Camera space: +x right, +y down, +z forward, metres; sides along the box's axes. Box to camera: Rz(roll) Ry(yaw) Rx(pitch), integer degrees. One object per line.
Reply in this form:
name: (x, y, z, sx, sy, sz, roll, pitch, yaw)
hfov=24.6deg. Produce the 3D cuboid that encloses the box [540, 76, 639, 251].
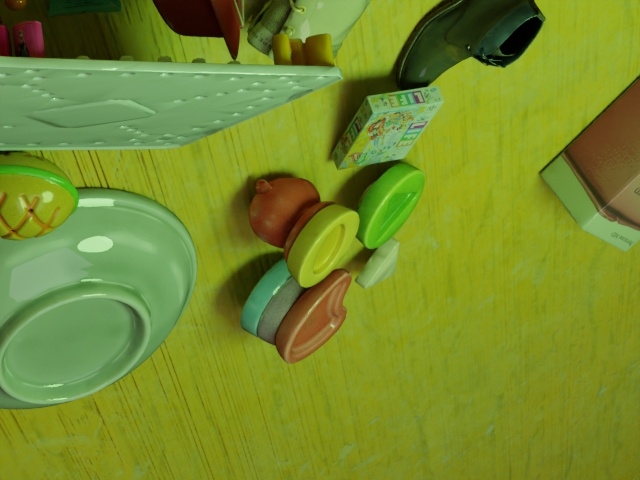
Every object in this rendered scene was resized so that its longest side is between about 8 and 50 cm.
box: (0.472, -0.116, 2.175, 0.232, 0.127, 0.148, -46, 141, 19)

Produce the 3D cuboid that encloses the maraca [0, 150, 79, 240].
maraca: (-0.373, -0.053, 1.698, 0.185, 0.099, 0.127, 3, 148, -9)

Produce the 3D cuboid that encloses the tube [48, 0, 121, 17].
tube: (-0.247, -0.311, 1.524, 0.080, 0.052, 0.207, -3, 142, -10)

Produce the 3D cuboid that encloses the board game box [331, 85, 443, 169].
board game box: (0.086, -0.146, 1.917, 0.103, 0.026, 0.154, -12, 159, -23)

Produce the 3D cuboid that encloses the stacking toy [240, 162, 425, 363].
stacking toy: (0.000, 0.000, 2.048, 0.279, 0.130, 0.309, -38, 156, -36)

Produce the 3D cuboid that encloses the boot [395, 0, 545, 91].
boot: (0.186, -0.246, 1.844, 0.082, 0.106, 0.219, 17, 123, -45)

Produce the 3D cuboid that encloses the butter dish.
butter dish: (-0.150, -0.288, 1.555, 0.118, 0.160, 0.160, -8, 144, 9)

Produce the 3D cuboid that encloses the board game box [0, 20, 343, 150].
board game box: (-0.239, -0.153, 1.526, 0.389, 0.050, 0.390, -2, 174, -33)

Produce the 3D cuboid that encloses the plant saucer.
plant saucer: (-0.335, 0.109, 1.908, 0.400, 0.101, 0.400, -19, 143, -15)

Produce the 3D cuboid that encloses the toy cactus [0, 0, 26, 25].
toy cactus: (-0.348, -0.302, 1.379, 0.180, 0.219, 0.112, 6, 169, 13)

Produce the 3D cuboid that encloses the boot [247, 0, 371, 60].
boot: (-0.028, -0.298, 1.651, 0.262, 0.095, 0.203, 11, 128, -49)
